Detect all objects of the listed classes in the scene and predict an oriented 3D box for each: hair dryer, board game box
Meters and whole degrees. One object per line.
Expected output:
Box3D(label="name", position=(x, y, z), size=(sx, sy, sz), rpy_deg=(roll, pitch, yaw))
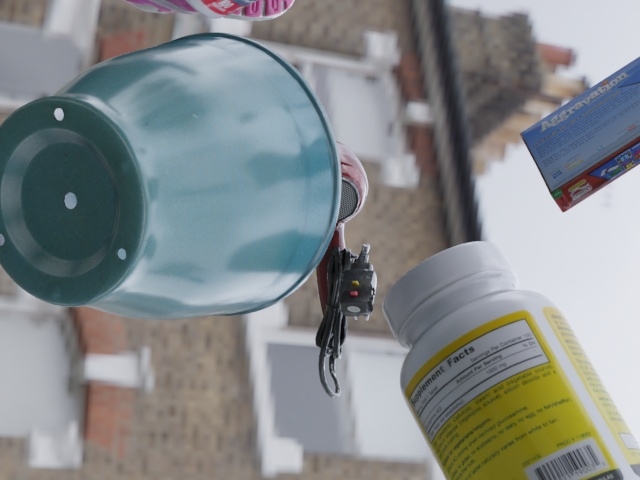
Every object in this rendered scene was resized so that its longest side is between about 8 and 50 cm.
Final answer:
Box3D(label="hair dryer", position=(0.000, 0.000, 2.118), size=(0.223, 0.080, 0.293), rpy_deg=(111, -19, -57))
Box3D(label="board game box", position=(0.319, -0.138, 1.794), size=(0.281, 0.027, 0.145), rpy_deg=(-33, -154, 10))

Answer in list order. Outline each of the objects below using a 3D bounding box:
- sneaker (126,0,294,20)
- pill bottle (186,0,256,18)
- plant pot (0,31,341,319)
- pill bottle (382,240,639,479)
Box3D(label="sneaker", position=(-0.150, -0.297, 2.152), size=(0.111, 0.252, 0.103), rpy_deg=(125, -19, -79))
Box3D(label="pill bottle", position=(-0.034, -0.263, 1.606), size=(0.180, 0.108, 0.108), rpy_deg=(-22, -119, 24))
Box3D(label="plant pot", position=(-0.161, -0.045, 1.777), size=(0.271, 0.255, 0.272), rpy_deg=(5, -79, 30))
Box3D(label="pill bottle", position=(0.196, 0.174, 1.987), size=(0.188, 0.188, 0.334), rpy_deg=(-54, -126, 42))
